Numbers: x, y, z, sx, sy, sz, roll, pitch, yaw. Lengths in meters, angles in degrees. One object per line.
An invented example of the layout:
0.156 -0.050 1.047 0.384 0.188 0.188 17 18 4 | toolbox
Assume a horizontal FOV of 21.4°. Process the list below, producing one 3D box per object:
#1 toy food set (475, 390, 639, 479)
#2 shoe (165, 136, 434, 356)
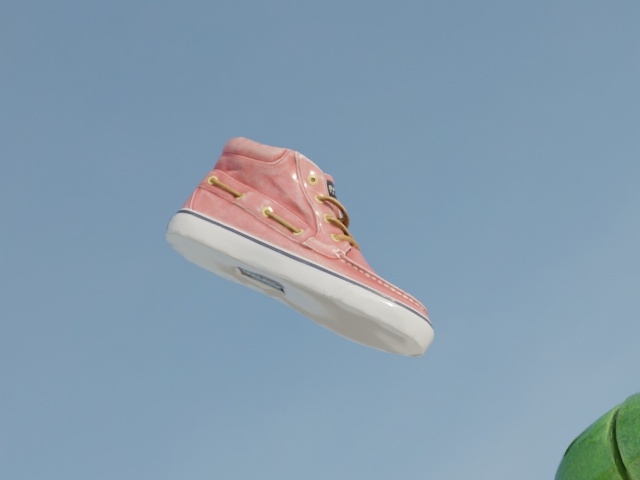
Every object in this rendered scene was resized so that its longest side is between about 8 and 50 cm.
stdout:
0.071 0.100 0.438 0.071 0.128 0.218 23 -40 -24 | toy food set
0.000 0.000 1.014 0.081 0.178 0.063 -59 -20 -19 | shoe
